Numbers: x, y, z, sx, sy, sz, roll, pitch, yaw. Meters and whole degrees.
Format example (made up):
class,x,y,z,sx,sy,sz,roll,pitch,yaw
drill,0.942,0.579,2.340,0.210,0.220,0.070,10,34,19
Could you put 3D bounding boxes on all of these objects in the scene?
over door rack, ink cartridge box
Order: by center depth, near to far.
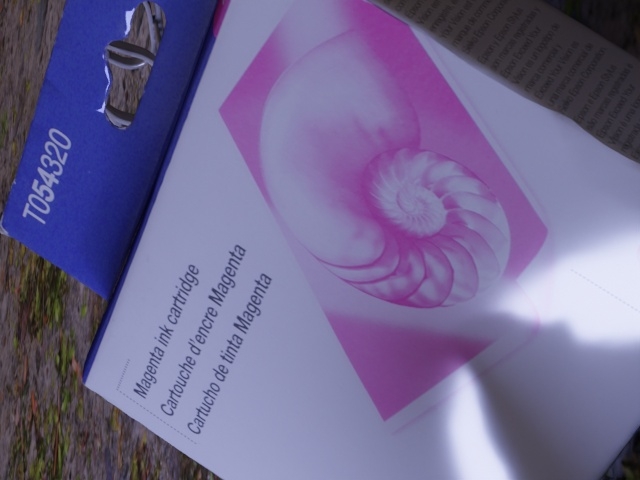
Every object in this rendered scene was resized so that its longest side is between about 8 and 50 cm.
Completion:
class,x,y,z,sx,sy,sz,roll,pitch,yaw
ink cartridge box,0.000,0.000,0.882,0.071,0.330,0.324,-53,-8,-43
over door rack,-0.160,-0.221,1.669,0.239,0.108,0.324,-107,21,-47
